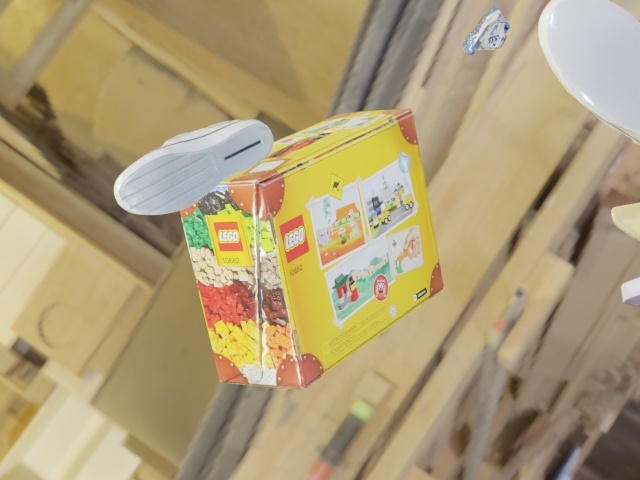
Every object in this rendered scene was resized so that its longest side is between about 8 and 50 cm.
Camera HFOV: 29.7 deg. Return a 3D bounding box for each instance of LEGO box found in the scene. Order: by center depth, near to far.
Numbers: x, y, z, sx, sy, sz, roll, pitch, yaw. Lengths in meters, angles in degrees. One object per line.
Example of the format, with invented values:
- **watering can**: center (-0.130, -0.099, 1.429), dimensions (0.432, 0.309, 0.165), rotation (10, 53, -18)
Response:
- **LEGO box**: center (0.000, 0.000, 2.211), dimensions (0.193, 0.500, 0.373), rotation (-1, 108, 37)

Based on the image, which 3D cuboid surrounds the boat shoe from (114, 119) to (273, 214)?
- **boat shoe**: center (-0.169, -0.095, 1.557), dimensions (0.076, 0.226, 0.083), rotation (24, 130, 54)

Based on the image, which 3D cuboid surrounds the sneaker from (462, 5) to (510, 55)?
- **sneaker**: center (0.294, -0.354, 2.091), dimensions (0.058, 0.135, 0.052), rotation (43, 139, -5)

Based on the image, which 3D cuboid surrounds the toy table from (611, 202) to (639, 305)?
- **toy table**: center (0.603, 0.004, 1.897), dimensions (0.274, 0.161, 0.252), rotation (-6, 165, -1)

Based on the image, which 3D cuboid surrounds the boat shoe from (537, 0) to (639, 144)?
- **boat shoe**: center (0.305, -0.158, 1.210), dimensions (0.267, 0.096, 0.088), rotation (28, -176, -27)
